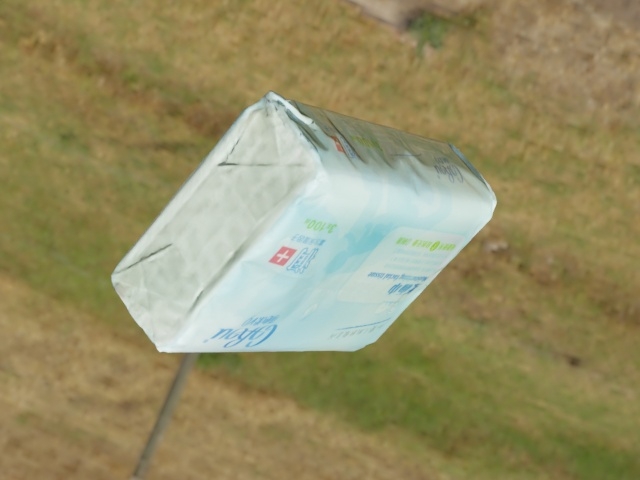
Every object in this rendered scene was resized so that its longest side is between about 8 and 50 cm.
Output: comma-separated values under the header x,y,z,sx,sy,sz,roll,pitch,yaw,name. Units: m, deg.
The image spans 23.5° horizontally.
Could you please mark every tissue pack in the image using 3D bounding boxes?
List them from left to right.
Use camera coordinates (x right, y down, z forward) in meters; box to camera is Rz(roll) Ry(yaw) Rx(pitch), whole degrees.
x,y,z,sx,sy,sz,roll,pitch,yaw,name
0.000,0.000,1.084,0.089,0.177,0.263,51,-159,25,tissue pack
